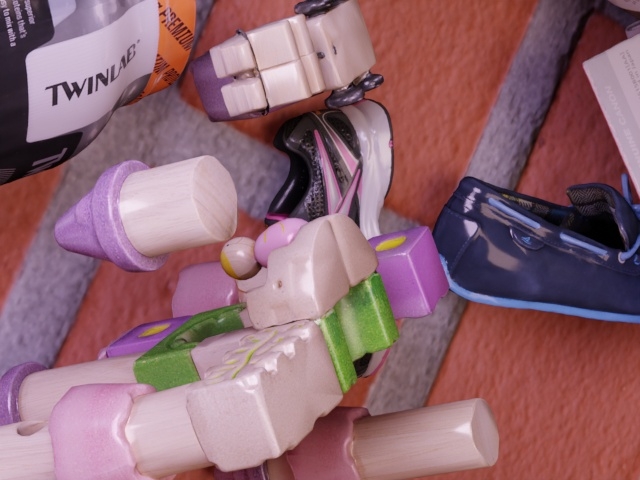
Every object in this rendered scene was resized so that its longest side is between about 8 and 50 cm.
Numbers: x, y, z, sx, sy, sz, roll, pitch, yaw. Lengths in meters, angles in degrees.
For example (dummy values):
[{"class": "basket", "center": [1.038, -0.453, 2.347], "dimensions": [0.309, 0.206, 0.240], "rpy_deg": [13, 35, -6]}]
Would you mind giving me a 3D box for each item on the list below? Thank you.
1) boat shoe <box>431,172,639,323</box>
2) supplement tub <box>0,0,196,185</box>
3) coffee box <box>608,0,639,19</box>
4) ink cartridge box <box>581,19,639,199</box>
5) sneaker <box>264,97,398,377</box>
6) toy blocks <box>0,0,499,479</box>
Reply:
[{"class": "boat shoe", "center": [0.195, 0.004, 1.221], "dimensions": [0.258, 0.109, 0.089], "rpy_deg": [2, 110, -39]}, {"class": "supplement tub", "center": [-0.230, -0.101, 0.837], "dimensions": [0.316, 0.194, 0.193], "rpy_deg": [-21, 112, -30]}, {"class": "coffee box", "center": [0.349, -0.184, 1.204], "dimensions": [0.297, 0.119, 0.168], "rpy_deg": [28, 55, -20]}, {"class": "ink cartridge box", "center": [0.290, -0.035, 1.243], "dimensions": [0.239, 0.060, 0.275], "rpy_deg": [-29, 97, -37]}, {"class": "sneaker", "center": [0.000, 0.000, 1.116], "dimensions": [0.077, 0.072, 0.178], "rpy_deg": [-5, 96, -23]}, {"class": "toy blocks", "center": [-0.092, 0.059, 0.975], "dimensions": [0.288, 0.260, 0.309], "rpy_deg": [-39, 113, -60]}]
